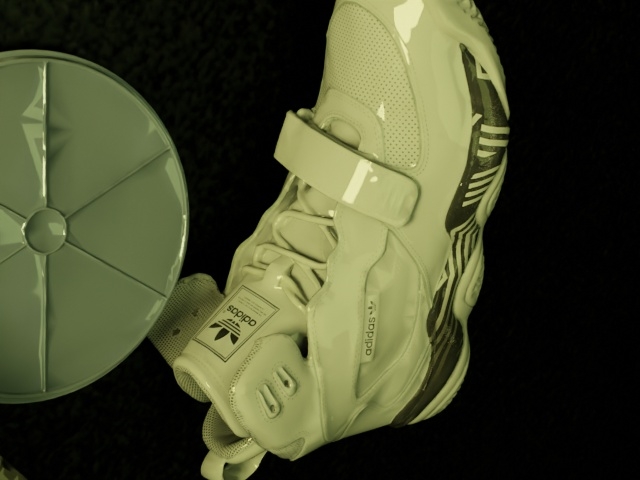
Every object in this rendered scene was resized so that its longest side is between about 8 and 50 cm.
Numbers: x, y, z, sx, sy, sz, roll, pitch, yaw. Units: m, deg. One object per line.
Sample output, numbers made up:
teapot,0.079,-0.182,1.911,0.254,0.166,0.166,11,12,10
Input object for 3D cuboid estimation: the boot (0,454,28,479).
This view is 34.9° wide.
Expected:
boot,-0.293,0.173,0.510,0.260,0.131,0.348,-48,123,-19

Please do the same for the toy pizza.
toy pizza,-0.164,-0.007,0.583,0.201,0.032,0.201,-9,103,-40

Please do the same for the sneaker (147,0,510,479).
sneaker,0.000,0.000,0.660,0.210,0.137,0.366,-22,127,-33
